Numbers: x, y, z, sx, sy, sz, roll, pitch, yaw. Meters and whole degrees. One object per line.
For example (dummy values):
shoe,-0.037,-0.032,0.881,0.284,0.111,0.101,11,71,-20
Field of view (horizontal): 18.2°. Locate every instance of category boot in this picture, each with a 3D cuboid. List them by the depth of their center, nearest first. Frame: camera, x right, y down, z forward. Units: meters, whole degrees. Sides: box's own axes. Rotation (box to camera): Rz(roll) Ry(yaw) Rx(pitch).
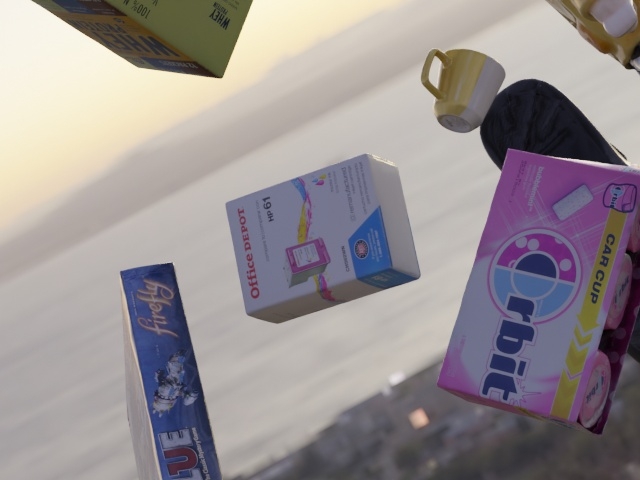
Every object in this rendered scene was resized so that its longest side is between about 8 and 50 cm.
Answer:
boot,0.332,0.014,2.126,0.138,0.377,0.284,-41,-25,7

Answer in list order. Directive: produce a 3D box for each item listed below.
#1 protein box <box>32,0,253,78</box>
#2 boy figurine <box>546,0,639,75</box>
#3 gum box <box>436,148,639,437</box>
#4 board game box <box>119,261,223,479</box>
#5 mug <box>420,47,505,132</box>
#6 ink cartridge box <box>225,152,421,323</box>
protein box,-0.173,-0.302,2.062,0.136,0.200,0.201,10,75,43
boy figurine,0.174,-0.146,1.239,0.092,0.285,0.177,-43,-3,9
gum box,0.165,0.031,1.394,0.107,0.188,0.062,13,-8,29
board game box,-0.104,0.158,1.421,0.042,0.165,0.243,-7,44,-10
mug,0.126,-0.138,1.852,0.062,0.078,0.064,115,174,-69
ink cartridge box,0.000,0.000,1.430,0.122,0.088,0.052,-19,-17,26
